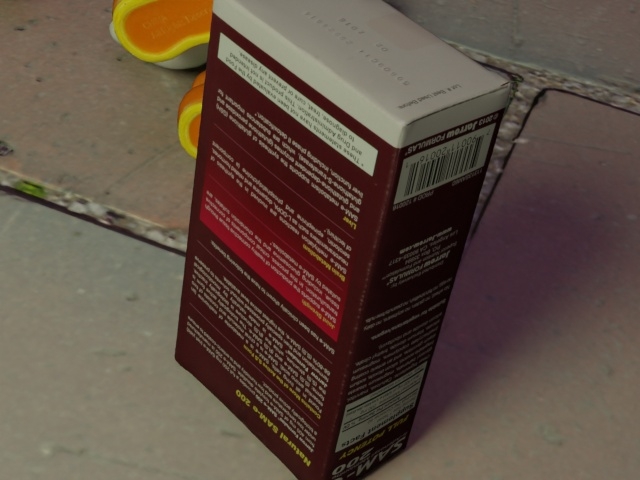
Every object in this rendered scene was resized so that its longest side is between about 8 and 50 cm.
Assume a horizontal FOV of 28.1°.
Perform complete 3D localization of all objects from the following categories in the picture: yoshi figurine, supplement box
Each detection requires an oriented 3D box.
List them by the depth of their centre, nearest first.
[{"bbox_3d":[0.000,0.000,0.638,0.073,0.239,0.130,-23,50,-36],"label":"supplement box"},{"bbox_3d":[-0.021,-0.219,0.955,0.203,0.204,0.362,23,36,-10],"label":"yoshi figurine"}]
